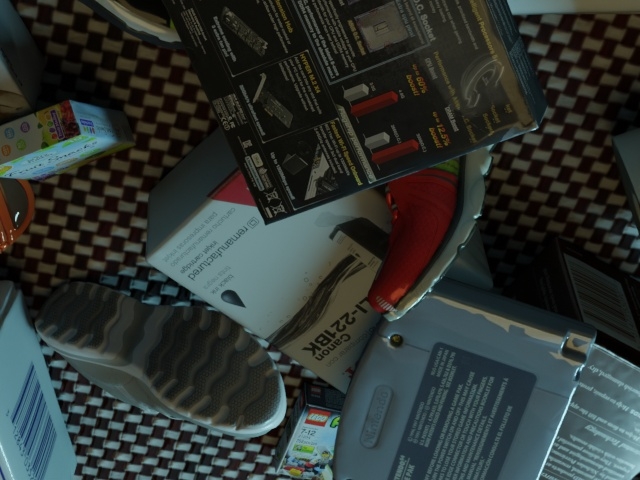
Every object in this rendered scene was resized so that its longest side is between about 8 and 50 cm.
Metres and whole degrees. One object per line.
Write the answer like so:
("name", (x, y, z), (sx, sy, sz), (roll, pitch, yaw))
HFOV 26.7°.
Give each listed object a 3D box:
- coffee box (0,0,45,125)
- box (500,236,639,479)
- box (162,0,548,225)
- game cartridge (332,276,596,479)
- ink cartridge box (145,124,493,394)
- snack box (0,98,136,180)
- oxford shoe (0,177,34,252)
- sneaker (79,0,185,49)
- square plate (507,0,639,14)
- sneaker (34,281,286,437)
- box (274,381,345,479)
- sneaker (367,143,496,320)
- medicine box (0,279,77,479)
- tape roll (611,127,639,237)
("coffee box", (-0.381, -0.144, 1.152), (0.246, 0.098, 0.141), (-19, 126, 10))
("box", (0.253, 0.143, 1.372), (0.167, 0.168, 0.203), (26, 122, -21))
("box", (0.007, -0.193, 1.045), (0.242, 0.076, 0.308), (-20, 104, 22))
("game cartridge", (0.119, 0.174, 1.273), (0.198, 0.062, 0.297), (21, 120, 8))
("ink cartridge box", (0.000, 0.000, 1.279), (0.273, 0.114, 0.197), (36, 117, -27))
("snack box", (-0.234, -0.086, 1.187), (0.100, 0.141, 0.037), (-21, 86, 11))
("oxford shoe", (-0.450, -0.008, 1.249), (0.363, 0.133, 0.130), (-17, 121, -14))
("sneaker", (-0.165, -0.241, 1.102), (0.234, 0.084, 0.097), (25, 121, -21))
("square plate", (0.154, -0.323, 1.084), (0.347, 0.049, 0.344), (-3, 128, -2))
("sneaker", (-0.145, 0.123, 1.331), (0.281, 0.105, 0.115), (22, 154, 29))
("box", (0.063, 0.229, 1.508), (0.207, 0.036, 0.114), (12, 125, -13))
("sneaker", (0.078, -0.062, 1.166), (0.118, 0.279, 0.107), (25, 155, -12))
("medicine box", (-0.425, 0.189, 1.355), (0.289, 0.149, 0.264), (-2, 128, 8))
("tape roll", (0.382, -0.007, 1.219), (0.169, 0.246, 0.246), (-20, 126, 10))
